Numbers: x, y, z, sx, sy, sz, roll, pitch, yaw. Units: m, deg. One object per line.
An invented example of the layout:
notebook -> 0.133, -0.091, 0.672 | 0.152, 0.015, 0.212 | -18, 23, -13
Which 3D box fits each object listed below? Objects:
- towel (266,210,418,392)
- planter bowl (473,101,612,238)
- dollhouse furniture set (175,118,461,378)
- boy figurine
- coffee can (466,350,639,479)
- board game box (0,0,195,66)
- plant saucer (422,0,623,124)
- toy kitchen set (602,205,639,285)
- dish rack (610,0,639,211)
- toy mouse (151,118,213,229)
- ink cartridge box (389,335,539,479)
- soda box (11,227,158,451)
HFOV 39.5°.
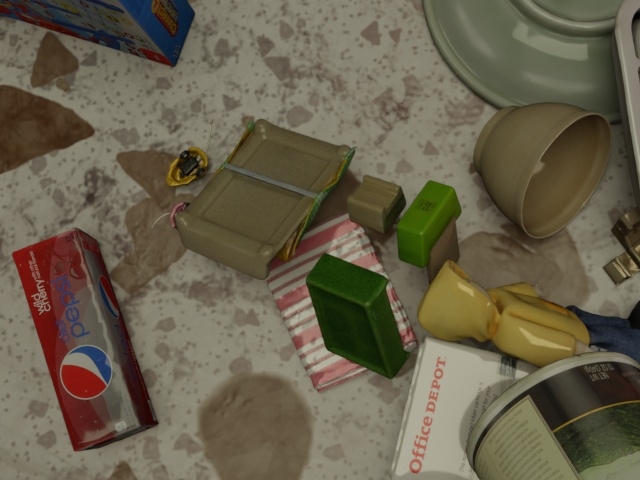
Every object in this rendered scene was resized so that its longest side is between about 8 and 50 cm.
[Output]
towel -> 0.020, 0.075, 1.123 | 0.144, 0.029, 0.197 | -25, 76, 1
planter bowl -> 0.254, -0.099, 1.070 | 0.162, 0.162, 0.109 | -50, 53, -3
dollhouse furniture set -> 0.000, 0.000, 1.095 | 0.302, 0.151, 0.197 | 21, 60, 29
boy figurine -> 0.250, 0.087, 1.021 | 0.285, 0.177, 0.092 | 13, 110, -7
coffee can -> 0.280, 0.268, 0.811 | 0.202, 0.201, 0.275 | -28, 45, 1
board game box -> -0.341, -0.339, 1.088 | 0.302, 0.308, 0.086 | 18, 85, 9
plant saucer -> 0.327, -0.345, 1.120 | 0.401, 0.100, 0.400 | -1, 81, 7
toy kitchen set -> 0.376, 0.015, 1.066 | 0.068, 0.075, 0.083 | -34, 75, 1
dish rack -> 0.490, -0.148, 1.042 | 0.333, 0.072, 0.285 | -5, 82, -13
toy mouse -> -0.140, -0.051, 1.157 | 0.143, 0.031, 0.161 | 41, 87, 11
ink cartridge box -> 0.214, 0.223, 1.038 | 0.237, 0.100, 0.172 | 13, 82, 7
soda box -> -0.295, 0.124, 1.119 | 0.092, 0.083, 0.263 | -21, 78, 2
